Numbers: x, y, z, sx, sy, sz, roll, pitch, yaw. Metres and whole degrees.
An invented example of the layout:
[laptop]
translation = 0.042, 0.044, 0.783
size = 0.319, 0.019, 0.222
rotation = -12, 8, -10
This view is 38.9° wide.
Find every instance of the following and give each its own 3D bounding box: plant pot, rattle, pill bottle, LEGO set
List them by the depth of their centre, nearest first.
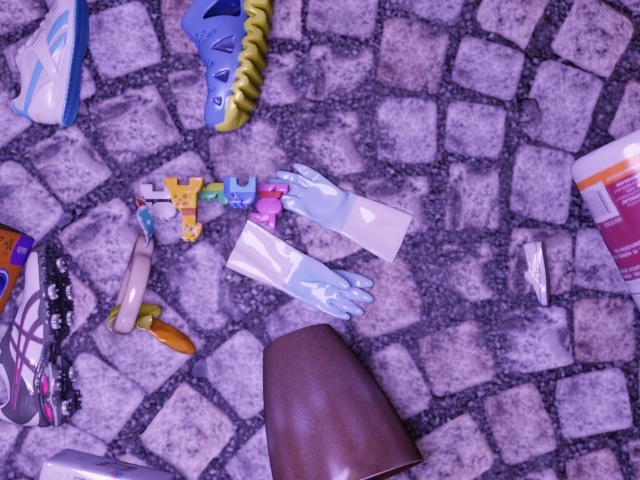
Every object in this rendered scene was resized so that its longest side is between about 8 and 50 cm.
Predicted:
[plant pot]
translation = 0.006, 0.245, 1.298
size = 0.215, 0.215, 0.230
rotation = -20, 72, -3
[pill bottle]
translation = 0.545, 0.015, 1.301
size = 0.224, 0.224, 0.392
rotation = -26, 87, -3
[rattle]
translation = -0.231, 0.053, 1.340
size = 0.143, 0.130, 0.199
rotation = 15, 76, 0
[LEGO set]
translation = -0.165, -0.043, 1.347
size = 0.227, 0.087, 0.093
rotation = 0, 83, 5

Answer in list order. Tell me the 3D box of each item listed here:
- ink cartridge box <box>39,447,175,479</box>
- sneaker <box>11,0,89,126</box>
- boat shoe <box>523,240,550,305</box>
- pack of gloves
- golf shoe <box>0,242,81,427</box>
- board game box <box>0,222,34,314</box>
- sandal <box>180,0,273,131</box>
[ink cartridge box]
translation = -0.311, 0.387, 1.301
size = 0.176, 0.127, 0.128
rotation = 13, 85, 0
[sneaker]
translation = -0.409, -0.291, 1.374
size = 0.092, 0.087, 0.228
rotation = 8, 83, 1
[boat shoe]
translation = 0.330, 0.051, 1.392
size = 0.035, 0.035, 0.100
rotation = -8, 89, 25
[pack of gloves]
translation = 0.000, 0.000, 1.380
size = 0.232, 0.046, 0.195
rotation = 25, 86, 1
[golf shoe]
translation = -0.427, 0.140, 1.333
size = 0.120, 0.105, 0.273
rotation = -4, 85, 6
[board game box]
translation = -0.664, 0.075, 1.202
size = 0.356, 0.356, 0.356
rotation = 24, 85, 1
[sandal]
translation = -0.146, -0.318, 1.371
size = 0.138, 0.126, 0.317
rotation = 6, 77, 3
